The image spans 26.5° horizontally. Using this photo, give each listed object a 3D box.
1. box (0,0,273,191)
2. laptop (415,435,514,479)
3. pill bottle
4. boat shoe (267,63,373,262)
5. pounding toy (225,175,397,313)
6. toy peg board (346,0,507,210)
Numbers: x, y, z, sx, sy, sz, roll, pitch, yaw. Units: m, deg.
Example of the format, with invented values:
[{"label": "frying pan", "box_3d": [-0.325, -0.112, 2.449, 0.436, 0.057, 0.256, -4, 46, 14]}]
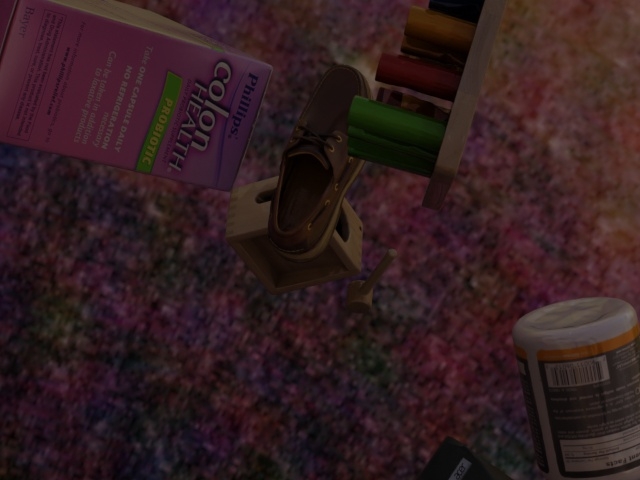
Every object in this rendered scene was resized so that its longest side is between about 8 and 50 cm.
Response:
[{"label": "box", "box_3d": [-0.207, -0.145, 1.145, 0.243, 0.117, 0.213, 10, 13, -40]}, {"label": "laptop", "box_3d": [0.132, 0.325, 1.013, 0.136, 0.264, 0.234, 2, 27, 30]}, {"label": "pill bottle", "box_3d": [0.349, 0.225, 1.749, 0.162, 0.278, 0.162, -12, 11, 3]}, {"label": "boat shoe", "box_3d": [0.000, -0.070, 1.146, 0.064, 0.060, 0.178, 15, 77, 15]}, {"label": "pounding toy", "box_3d": [0.011, 0.001, 1.708, 0.206, 0.181, 0.094, 54, 30, -44]}, {"label": "toy peg board", "box_3d": [0.073, -0.117, 0.940, 0.079, 0.160, 0.161, 16, -6, 3]}]
